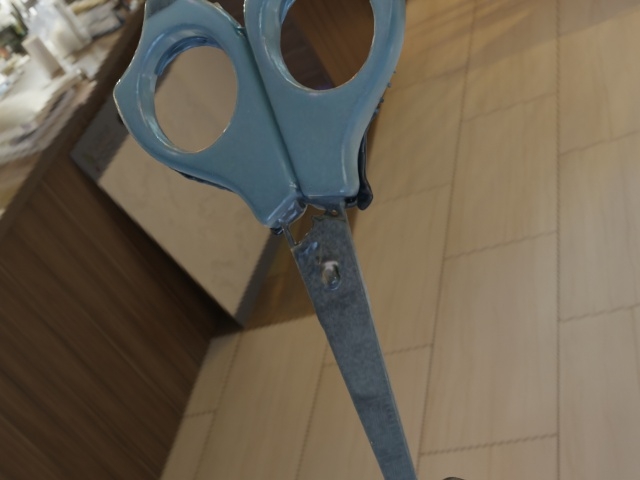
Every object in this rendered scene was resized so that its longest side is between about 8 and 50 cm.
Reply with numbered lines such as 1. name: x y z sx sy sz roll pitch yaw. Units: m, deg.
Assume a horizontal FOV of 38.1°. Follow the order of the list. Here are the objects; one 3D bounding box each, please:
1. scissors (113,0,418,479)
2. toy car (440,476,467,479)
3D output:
1. scissors: 0.001 0.000 0.520 0.191 0.360 0.029 -23 -10 19
2. toy car: 0.079 0.146 0.279 0.100 0.097 0.191 -20 11 -33
